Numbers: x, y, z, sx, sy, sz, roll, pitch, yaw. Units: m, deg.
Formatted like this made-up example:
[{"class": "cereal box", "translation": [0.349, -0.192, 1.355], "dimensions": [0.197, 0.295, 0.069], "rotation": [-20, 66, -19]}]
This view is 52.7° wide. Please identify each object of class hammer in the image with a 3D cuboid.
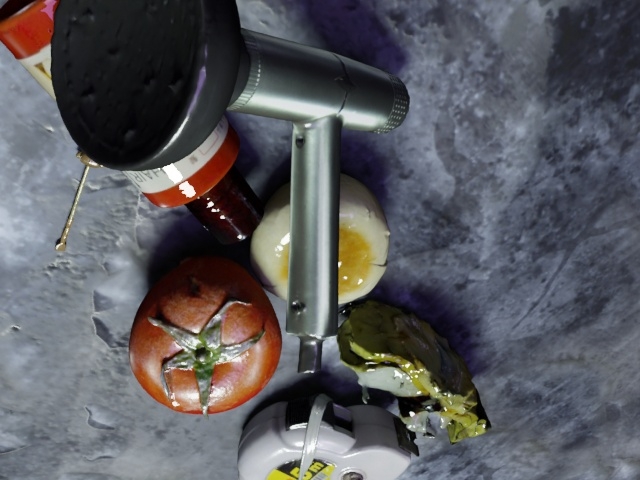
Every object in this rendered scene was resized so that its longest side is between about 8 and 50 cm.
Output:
[{"class": "hammer", "translation": [-0.244, -0.036, 0.645], "dimensions": [0.029, 0.014, 0.123], "rotation": [20, 120, -19]}]

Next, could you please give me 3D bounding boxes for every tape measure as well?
[{"class": "tape measure", "translation": [-0.015, 0.304, 0.895], "dimensions": [0.197, 0.120, 0.236], "rotation": [34, 114, -22]}]

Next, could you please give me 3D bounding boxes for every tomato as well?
[{"class": "tomato", "translation": [-0.123, 0.102, 0.690], "dimensions": [0.167, 0.167, 0.167], "rotation": [-8, 127, -11]}]

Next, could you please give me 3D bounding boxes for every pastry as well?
[{"class": "pastry", "translation": [0.000, 0.000, 0.696], "dimensions": [0.156, 0.092, 0.156], "rotation": [-7, 123, -11]}]

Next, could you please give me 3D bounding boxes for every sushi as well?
[{"class": "sushi", "translation": [0.127, 0.189, 0.845], "dimensions": [0.131, 0.139, 0.291], "rotation": [-31, 130, 16]}]

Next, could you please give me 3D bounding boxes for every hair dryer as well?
[{"class": "hair dryer", "translation": [-0.025, -0.043, 0.497], "dimensions": [0.155, 0.284, 0.320], "rotation": [-15, 165, 37]}]

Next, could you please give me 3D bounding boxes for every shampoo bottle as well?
[{"class": "shampoo bottle", "translation": [-0.143, -0.103, 0.567], "dimensions": [0.104, 0.104, 0.278], "rotation": [-31, 128, 7]}]
